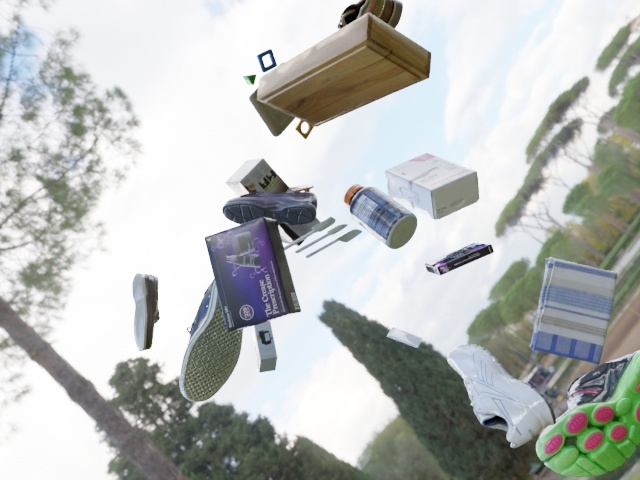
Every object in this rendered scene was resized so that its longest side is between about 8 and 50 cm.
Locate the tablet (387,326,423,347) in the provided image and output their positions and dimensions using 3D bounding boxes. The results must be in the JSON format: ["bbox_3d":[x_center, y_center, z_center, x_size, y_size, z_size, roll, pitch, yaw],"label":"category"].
[{"bbox_3d":[0.217,0.247,1.570,0.054,0.083,0.006,-39,-35,-60],"label":"tablet"}]

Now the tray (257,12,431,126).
[{"bbox_3d":[0.045,-0.394,1.493,0.202,0.410,0.076,18,-108,-36],"label":"tray"}]

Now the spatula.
[{"bbox_3d":[0.000,0.000,2.009,0.242,0.019,0.168,-31,-31,33],"label":"spatula"}]

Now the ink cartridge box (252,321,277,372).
[{"bbox_3d":[-0.228,0.430,2.499,0.072,0.175,0.127,-7,-35,-13],"label":"ink cartridge box"}]

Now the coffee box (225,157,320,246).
[{"bbox_3d":[-0.160,-0.128,2.063,0.119,0.297,0.168,-48,21,-14],"label":"coffee box"}]

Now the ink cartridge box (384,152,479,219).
[{"bbox_3d":[0.393,-0.198,2.172,0.207,0.283,0.117,-24,-60,-20],"label":"ink cartridge box"}]

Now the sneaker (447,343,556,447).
[{"bbox_3d":[0.381,0.341,1.389,0.129,0.297,0.111,-39,-54,-10],"label":"sneaker"}]

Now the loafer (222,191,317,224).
[{"bbox_3d":[-0.154,-0.106,1.928,0.109,0.302,0.095,80,-164,-45],"label":"loafer"}]

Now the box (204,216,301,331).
[{"bbox_3d":[-0.181,0.091,1.633,0.184,0.262,0.103,-18,-8,16],"label":"box"}]

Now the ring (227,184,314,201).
[{"bbox_3d":[-0.185,-0.169,2.326,0.336,0.336,0.032,-22,-75,-52],"label":"ring"}]

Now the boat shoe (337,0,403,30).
[{"bbox_3d":[0.099,-0.579,1.627,0.307,0.104,0.111,169,112,-66],"label":"boat shoe"}]

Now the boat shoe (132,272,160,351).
[{"bbox_3d":[-0.702,0.291,2.501,0.096,0.325,0.116,10,-29,-40],"label":"boat shoe"}]

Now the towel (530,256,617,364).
[{"bbox_3d":[0.750,0.206,1.822,0.034,0.209,0.285,20,-98,-80],"label":"towel"}]

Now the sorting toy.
[{"bbox_3d":[-0.146,-0.484,2.121,0.196,0.047,0.348,-50,-53,-21],"label":"sorting toy"}]

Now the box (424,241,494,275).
[{"bbox_3d":[0.375,0.048,1.666,0.162,0.029,0.116,-24,5,-5],"label":"box"}]

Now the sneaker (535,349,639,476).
[{"bbox_3d":[0.745,0.466,1.642,0.482,0.185,0.202,-26,-6,-26],"label":"sneaker"}]

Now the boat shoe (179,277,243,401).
[{"bbox_3d":[-0.372,0.326,2.169,0.156,0.186,0.501,-33,38,55],"label":"boat shoe"}]

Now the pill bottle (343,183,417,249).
[{"bbox_3d":[0.180,-0.087,1.942,0.130,0.245,0.131,-26,-43,-27],"label":"pill bottle"}]
